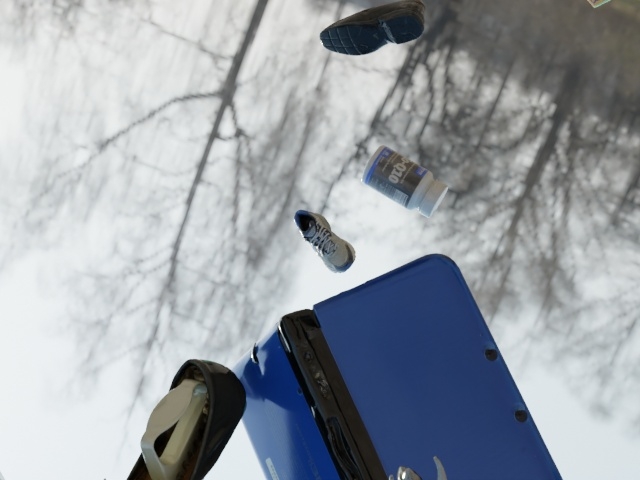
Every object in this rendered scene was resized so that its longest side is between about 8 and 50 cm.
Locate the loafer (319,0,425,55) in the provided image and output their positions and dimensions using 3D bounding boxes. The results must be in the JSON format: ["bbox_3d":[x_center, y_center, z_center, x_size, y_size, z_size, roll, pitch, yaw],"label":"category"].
[{"bbox_3d":[0.081,-0.323,1.863,0.170,0.062,0.061,-5,-136,24],"label":"loafer"}]

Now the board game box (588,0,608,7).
[{"bbox_3d":[0.420,-0.387,1.471,0.039,0.259,0.124,47,157,-11],"label":"board game box"}]

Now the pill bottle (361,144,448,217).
[{"bbox_3d":[0.146,-0.100,2.138,0.137,0.078,0.078,30,-166,10],"label":"pill bottle"}]

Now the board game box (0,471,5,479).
[{"bbox_3d":[-0.346,0.303,1.327,0.260,0.030,0.136,63,179,-8],"label":"board game box"}]

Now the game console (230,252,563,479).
[{"bbox_3d":[0.067,0.203,1.257,0.173,0.250,0.293,-13,-109,-33],"label":"game console"}]

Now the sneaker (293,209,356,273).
[{"bbox_3d":[0.000,0.000,1.854,0.058,0.052,0.135,32,-170,-48],"label":"sneaker"}]

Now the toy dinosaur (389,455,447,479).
[{"bbox_3d":[0.173,0.303,0.980,0.313,0.121,0.160,28,161,8],"label":"toy dinosaur"}]

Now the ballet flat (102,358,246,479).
[{"bbox_3d":[-0.165,0.238,1.213,0.095,0.280,0.096,5,149,31],"label":"ballet flat"}]
